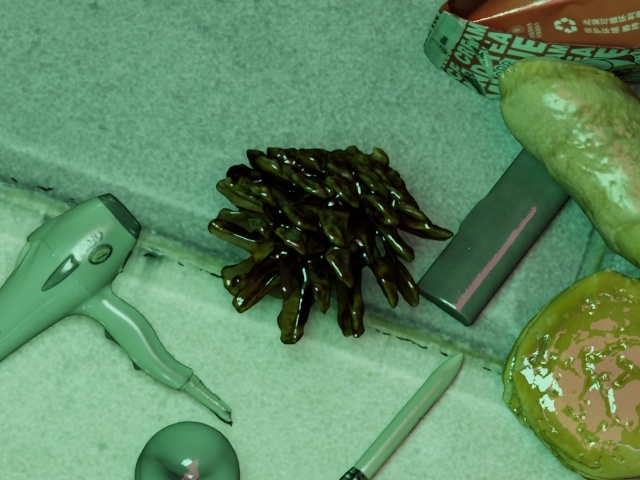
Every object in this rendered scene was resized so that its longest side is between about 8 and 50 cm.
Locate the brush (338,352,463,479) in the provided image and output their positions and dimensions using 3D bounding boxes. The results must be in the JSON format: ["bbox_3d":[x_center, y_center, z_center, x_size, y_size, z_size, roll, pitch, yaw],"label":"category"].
[{"bbox_3d":[0.046,0.223,1.896,0.039,0.042,0.299,44,75,-13],"label":"brush"}]

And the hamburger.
[{"bbox_3d":[0.294,0.141,1.905,0.213,0.108,0.214,1,77,-3],"label":"hamburger"}]

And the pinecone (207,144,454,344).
[{"bbox_3d":[-0.001,0.002,1.840,0.229,0.202,0.201,27,62,-1],"label":"pinecone"}]

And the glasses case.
[{"bbox_3d":[0.180,-0.004,1.947,0.072,0.042,0.191,37,78,8],"label":"glasses case"}]

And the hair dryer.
[{"bbox_3d":[-0.241,0.114,1.867,0.229,0.092,0.267,-26,94,-3],"label":"hair dryer"}]

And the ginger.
[{"bbox_3d":[0.319,-0.060,1.907,0.354,0.126,0.190,41,52,-4],"label":"ginger"}]

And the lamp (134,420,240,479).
[{"bbox_3d":[-0.129,0.227,1.836,0.105,0.105,0.105,1,80,-7],"label":"lamp"}]

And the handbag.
[{"bbox_3d":[0.253,-0.238,1.929,0.298,0.171,0.151,-6,82,-9],"label":"handbag"}]
